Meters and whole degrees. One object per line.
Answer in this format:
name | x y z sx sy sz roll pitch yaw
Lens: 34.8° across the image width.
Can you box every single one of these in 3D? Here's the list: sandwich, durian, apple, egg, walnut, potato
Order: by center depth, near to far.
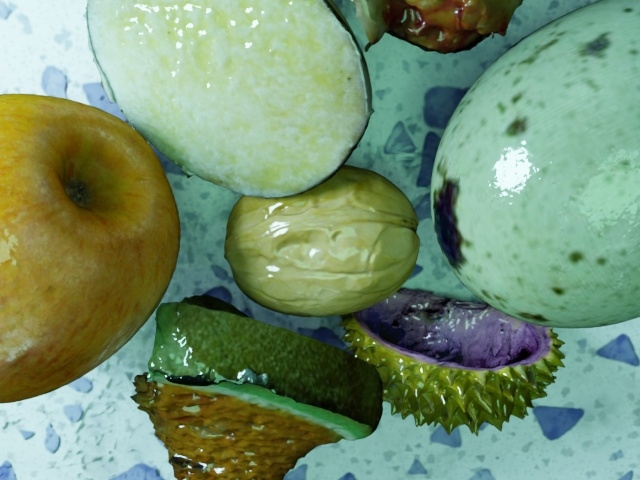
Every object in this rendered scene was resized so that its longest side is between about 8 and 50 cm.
apple | -0.287 -0.001 0.966 0.275 0.299 0.299 -30 108 22
egg | 0.280 -0.083 0.972 0.379 0.287 0.287 -45 105 0
potato | -0.082 -0.179 1.004 0.299 0.116 0.239 37 113 1
walnut | 0.000 0.000 1.058 0.206 0.159 0.159 -9 109 5
sandwich | -0.088 0.163 1.098 0.250 0.162 0.301 17 139 -16
durian | 0.140 0.148 1.140 0.260 0.154 0.187 4 133 4

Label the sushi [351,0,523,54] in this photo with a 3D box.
sushi | 0.136 -0.321 0.939 0.196 0.182 0.343 30 102 -10
